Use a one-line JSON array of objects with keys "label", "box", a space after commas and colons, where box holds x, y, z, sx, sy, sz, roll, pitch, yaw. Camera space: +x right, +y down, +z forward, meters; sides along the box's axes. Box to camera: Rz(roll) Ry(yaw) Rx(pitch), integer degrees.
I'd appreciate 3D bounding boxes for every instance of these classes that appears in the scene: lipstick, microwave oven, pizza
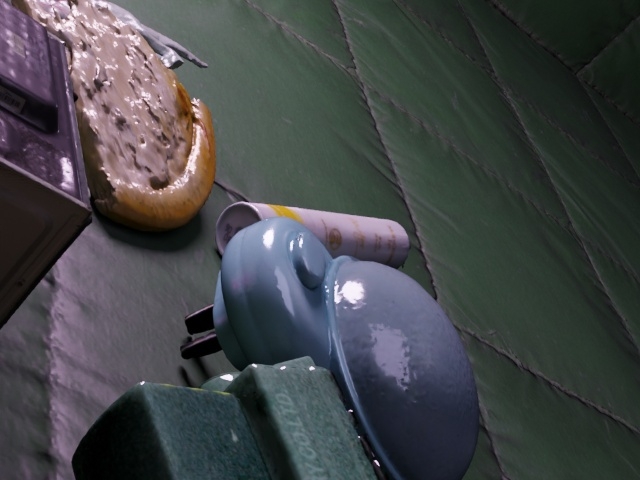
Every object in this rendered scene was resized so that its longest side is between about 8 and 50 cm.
[{"label": "lipstick", "box": [0.000, 0.000, 1.160, 0.264, 0.059, 0.059, 6, 45, -58]}, {"label": "microwave oven", "box": [-0.226, -0.047, 0.731, 0.129, 0.163, 0.205, 32, 23, -34]}, {"label": "pizza", "box": [-0.172, -0.130, 1.042, 0.181, 0.034, 0.262, -22, 82, -57]}]

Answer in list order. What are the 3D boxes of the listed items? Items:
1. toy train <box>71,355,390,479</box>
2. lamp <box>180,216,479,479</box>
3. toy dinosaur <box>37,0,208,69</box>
[{"label": "toy train", "box": [-0.031, 0.206, 0.682, 0.178, 0.138, 0.330, 15, 37, -43]}, {"label": "lamp", "box": [0.026, 0.097, 0.932, 0.284, 0.147, 0.209, 35, 28, -21]}, {"label": "toy dinosaur", "box": [-0.203, -0.201, 1.150, 0.167, 0.053, 0.242, 50, 31, 17]}]
